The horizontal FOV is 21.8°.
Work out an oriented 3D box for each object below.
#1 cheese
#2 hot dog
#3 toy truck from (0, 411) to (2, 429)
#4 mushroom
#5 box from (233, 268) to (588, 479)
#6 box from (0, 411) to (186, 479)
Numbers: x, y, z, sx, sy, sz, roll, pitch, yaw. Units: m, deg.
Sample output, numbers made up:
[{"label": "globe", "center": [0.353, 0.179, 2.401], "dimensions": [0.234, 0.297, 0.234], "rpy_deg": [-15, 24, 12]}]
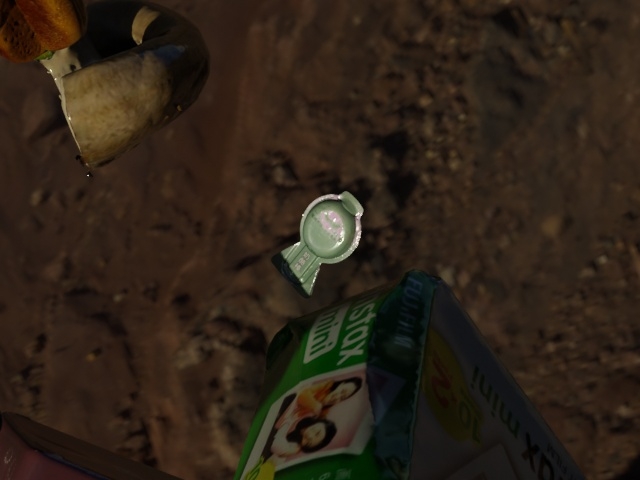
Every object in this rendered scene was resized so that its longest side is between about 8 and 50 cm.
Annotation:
[{"label": "cheese", "center": [0.000, 0.000, 1.690], "dimensions": [0.067, 0.121, 0.026], "rpy_deg": [48, 27, 15]}, {"label": "hot dog", "center": [-0.184, -0.166, 0.924], "dimensions": [0.072, 0.188, 0.055], "rpy_deg": [-15, 57, 4]}, {"label": "toy truck", "center": [-0.255, 0.086, 1.037], "dimensions": [0.063, 0.136, 0.074], "rpy_deg": [-11, 101, -44]}, {"label": "mushroom", "center": [-0.182, -0.167, 1.557], "dimensions": [0.151, 0.286, 0.156], "rpy_deg": [-22, 116, -4]}, {"label": "box", "center": [0.037, 0.147, 0.659], "dimensions": [0.180, 0.103, 0.250], "rpy_deg": [53, 28, -24]}, {"label": "box", "center": [-0.211, 0.288, 1.548], "dimensions": [0.294, 0.193, 0.167], "rpy_deg": [25, 90, -24]}]
